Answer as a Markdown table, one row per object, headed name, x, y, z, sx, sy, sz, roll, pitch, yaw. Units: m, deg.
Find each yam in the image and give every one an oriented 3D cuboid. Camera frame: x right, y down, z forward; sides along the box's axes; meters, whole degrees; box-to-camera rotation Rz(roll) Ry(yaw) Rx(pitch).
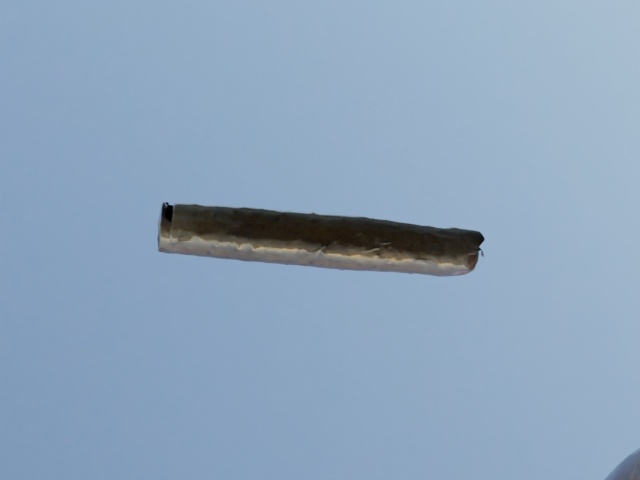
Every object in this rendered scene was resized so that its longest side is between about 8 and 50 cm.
| name | x | y | z | sx | sy | sz | roll | pitch | yaw |
| --- | --- | --- | --- | --- | --- | --- | --- | --- | --- |
| yam | 0.000 | 0.000 | 1.322 | 0.264 | 0.046 | 0.046 | 5 | -136 | -2 |

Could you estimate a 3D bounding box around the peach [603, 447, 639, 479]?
| name | x | y | z | sx | sy | sz | roll | pitch | yaw |
| --- | --- | --- | --- | --- | --- | --- | --- | --- | --- |
| peach | 0.442 | 0.341 | 1.631 | 0.370 | 0.370 | 0.370 | 36 | -144 | -32 |
